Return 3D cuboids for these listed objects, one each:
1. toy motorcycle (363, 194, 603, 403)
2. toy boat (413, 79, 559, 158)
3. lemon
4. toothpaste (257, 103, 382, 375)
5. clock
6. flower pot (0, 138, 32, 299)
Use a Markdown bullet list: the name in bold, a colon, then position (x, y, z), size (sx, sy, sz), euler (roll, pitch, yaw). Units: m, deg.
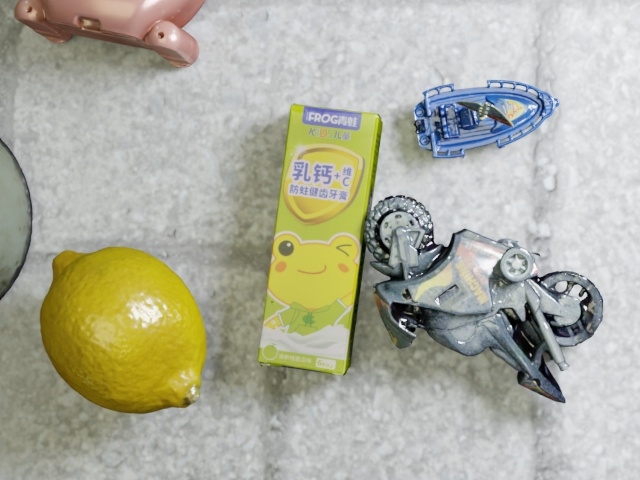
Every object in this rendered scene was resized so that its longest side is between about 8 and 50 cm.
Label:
- **toy motorcycle**: position (0.178, 0.071, 1.412), size (0.307, 0.108, 0.173), euler (25, 94, 0)
- **toy boat**: position (0.196, -0.149, 1.414), size (0.174, 0.110, 0.091), euler (-9, 89, 6)
- **lemon**: position (-0.236, 0.109, 1.437), size (0.244, 0.187, 0.187), euler (44, 96, 2)
- **toothpaste**: position (0.000, 0.000, 1.457), size (0.110, 0.077, 0.328), euler (8, 91, 9)
- **clock**: position (-0.242, -0.356, 1.465), size (0.227, 0.142, 0.241), euler (13, 88, 8)
- **flower pot**: position (-0.536, -0.023, 1.409), size (0.293, 0.330, 0.294), euler (0, 92, 8)
